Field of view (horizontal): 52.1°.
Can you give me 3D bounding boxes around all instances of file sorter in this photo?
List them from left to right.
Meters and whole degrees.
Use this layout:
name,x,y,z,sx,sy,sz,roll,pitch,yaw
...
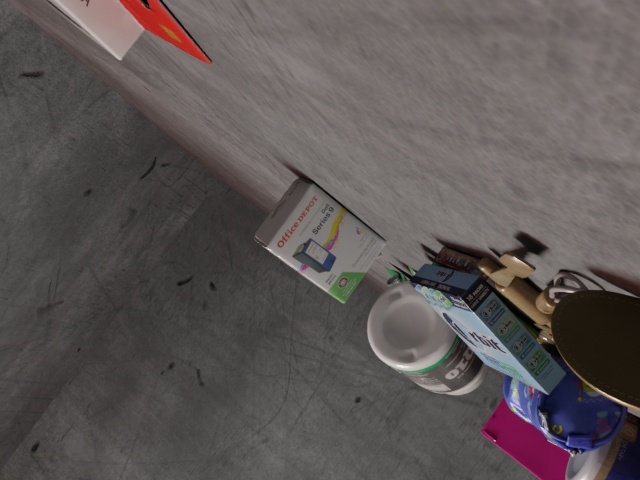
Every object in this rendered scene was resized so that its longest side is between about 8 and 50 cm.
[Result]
name,x,y,z,sx,sy,sz,roll,pitch,yaw
file sorter,0.539,0.428,1.383,0.182,0.202,0.290,37,177,-33

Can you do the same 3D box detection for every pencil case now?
name,x,y,z,sx,sy,sz,roll,pitch,yaw
pencil case,0.366,0.245,1.012,0.119,0.133,0.306,11,174,7

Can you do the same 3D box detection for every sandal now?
name,x,y,z,sx,sy,sz,roll,pitch,yaw
sandal,0.294,0.119,0.512,0.240,0.088,0.079,24,163,51

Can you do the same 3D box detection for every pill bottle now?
name,x,y,z,sx,sy,sz,roll,pitch,yaw
pill bottle,0.268,0.242,1.532,0.204,0.204,0.361,34,176,36
pill bottle,0.529,0.374,0.995,0.264,0.153,0.153,25,174,15

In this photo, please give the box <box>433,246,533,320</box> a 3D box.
name,x,y,z,sx,sy,sz,roll,pitch,yaw
box,0.222,0.055,0.879,0.094,0.027,0.137,37,177,-21

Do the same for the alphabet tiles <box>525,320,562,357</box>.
name,x,y,z,sx,sy,sz,roll,pitch,yaw
alphabet tiles,0.435,0.205,0.968,0.285,0.011,0.342,35,177,10

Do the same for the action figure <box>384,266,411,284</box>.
name,x,y,z,sx,sy,sz,roll,pitch,yaw
action figure,0.257,0.155,1.677,0.232,0.063,0.137,39,180,-42

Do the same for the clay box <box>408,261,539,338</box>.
name,x,y,z,sx,sy,sz,roll,pitch,yaw
clay box,0.245,0.105,1.064,0.222,0.053,0.127,40,177,21

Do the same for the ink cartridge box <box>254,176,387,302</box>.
name,x,y,z,sx,sy,sz,roll,pitch,yaw
ink cartridge box,0.000,0.000,1.295,0.212,0.154,0.093,38,176,-24

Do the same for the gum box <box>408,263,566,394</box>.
name,x,y,z,sx,sy,sz,roll,pitch,yaw
gum box,0.221,0.114,0.886,0.184,0.041,0.157,45,172,-14

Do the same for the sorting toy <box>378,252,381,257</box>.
name,x,y,z,sx,sy,sz,roll,pitch,yaw
sorting toy,0.092,0.006,1.527,0.083,0.045,0.075,40,-165,-45

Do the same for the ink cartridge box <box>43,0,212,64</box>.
name,x,y,z,sx,sy,sz,roll,pitch,yaw
ink cartridge box,-0.293,-0.308,0.753,0.261,0.066,0.296,36,177,22

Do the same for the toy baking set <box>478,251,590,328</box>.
name,x,y,z,sx,sy,sz,roll,pitch,yaw
toy baking set,0.262,0.069,0.705,0.256,0.030,0.197,37,174,-18
